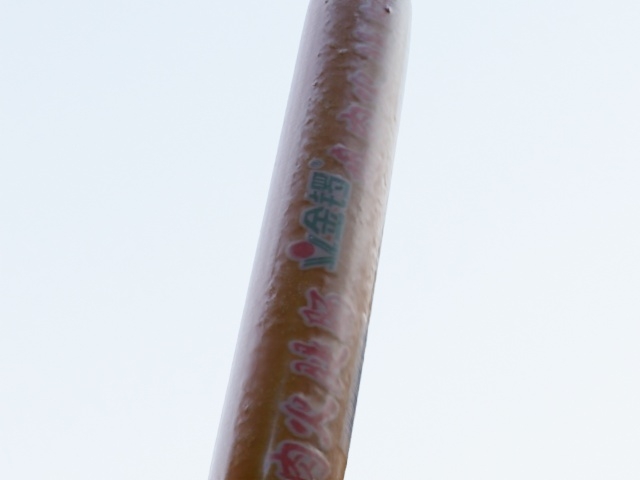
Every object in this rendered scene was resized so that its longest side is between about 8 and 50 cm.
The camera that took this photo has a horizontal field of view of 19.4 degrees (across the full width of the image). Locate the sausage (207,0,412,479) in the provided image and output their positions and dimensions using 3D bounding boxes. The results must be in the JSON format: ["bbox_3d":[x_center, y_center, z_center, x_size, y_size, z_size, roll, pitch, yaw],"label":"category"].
[{"bbox_3d":[0.000,0.000,0.790,0.053,0.348,0.053,7,-37,5],"label":"sausage"}]
